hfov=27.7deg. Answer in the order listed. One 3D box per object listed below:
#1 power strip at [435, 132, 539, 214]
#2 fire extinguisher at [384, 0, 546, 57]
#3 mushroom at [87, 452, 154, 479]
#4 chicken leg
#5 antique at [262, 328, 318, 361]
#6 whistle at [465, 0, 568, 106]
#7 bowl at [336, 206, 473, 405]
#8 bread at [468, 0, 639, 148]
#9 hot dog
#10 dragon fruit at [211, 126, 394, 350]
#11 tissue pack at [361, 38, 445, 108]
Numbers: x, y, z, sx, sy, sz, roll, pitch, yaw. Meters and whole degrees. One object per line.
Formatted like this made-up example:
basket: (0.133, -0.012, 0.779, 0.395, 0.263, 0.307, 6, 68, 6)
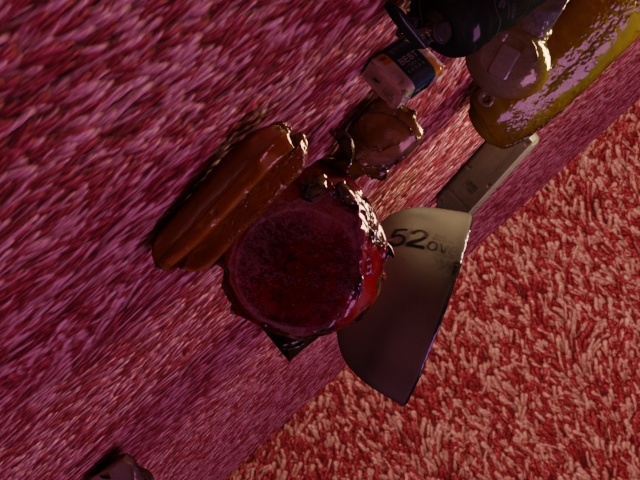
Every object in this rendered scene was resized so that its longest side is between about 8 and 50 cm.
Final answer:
power strip: (0.332, -0.141, 2.579, 0.272, 0.078, 0.052, -50, 170, 29)
fire extinguisher: (0.189, -0.287, 1.457, 0.311, 0.095, 0.114, -39, 124, -32)
mushroom: (-0.346, 0.432, 2.245, 0.096, 0.108, 0.247, -2, 164, 0)
chicken leg: (0.064, -0.118, 1.691, 0.101, 0.085, 0.207, -53, -174, -38)
antique: (-0.048, 0.136, 2.232, 0.081, 0.080, 0.221, -40, 169, -11)
whistle: (0.278, -0.283, 1.781, 0.223, 0.123, 0.123, -61, 167, 7)
bowl: (0.122, 0.089, 2.248, 0.354, 0.185, 0.354, 21, 90, -87)
bread: (0.397, -0.298, 2.062, 0.383, 0.112, 0.166, -45, 157, 4)
hot dog: (-0.105, -0.040, 1.390, 0.235, 0.062, 0.092, -43, 155, 23)
dragon fruit: (-0.028, 0.009, 1.542, 0.147, 0.211, 0.282, -34, 141, -67)
tissue pack: (0.098, -0.199, 1.525, 0.083, 0.062, 0.042, -35, 170, -36)
